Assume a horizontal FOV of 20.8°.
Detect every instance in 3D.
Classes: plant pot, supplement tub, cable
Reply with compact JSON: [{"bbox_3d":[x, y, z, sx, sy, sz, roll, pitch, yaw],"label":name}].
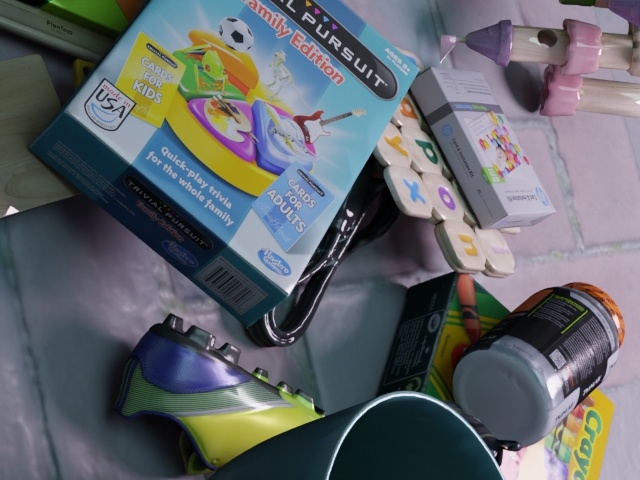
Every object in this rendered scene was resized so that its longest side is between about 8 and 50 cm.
[{"bbox_3d":[0.003,0.293,1.497,0.293,0.235,0.293,22,60,-46],"label":"plant pot"},{"bbox_3d":[0.227,0.120,1.769,0.190,0.117,0.117,-33,97,-46],"label":"supplement tub"},{"bbox_3d":[0.000,0.000,1.781,0.139,0.072,0.287,50,56,-41],"label":"cable"}]

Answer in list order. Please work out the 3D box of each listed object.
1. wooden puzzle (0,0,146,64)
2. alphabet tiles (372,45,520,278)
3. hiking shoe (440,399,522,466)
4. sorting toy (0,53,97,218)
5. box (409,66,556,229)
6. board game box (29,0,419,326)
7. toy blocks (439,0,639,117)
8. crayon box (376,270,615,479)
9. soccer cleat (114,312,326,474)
[{"bbox_3d":[-0.239,-0.285,1.651,0.221,0.044,0.239,19,61,-38],"label":"wooden puzzle"},{"bbox_3d":[0.120,-0.088,1.877,0.278,0.021,0.284,6,56,-58],"label":"alphabet tiles"},{"bbox_3d":[0.098,0.267,1.651,0.086,0.114,0.227,29,88,-49],"label":"hiking shoe"},{"bbox_3d":[-0.277,-0.087,1.530,0.274,0.046,0.132,-21,89,-46],"label":"sorting toy"},{"bbox_3d":[0.179,-0.102,1.927,0.145,0.038,0.186,-4,66,-61],"label":"box"},{"bbox_3d":[-0.077,-0.126,1.619,0.254,0.079,0.336,40,49,-12],"label":"board game box"},{"bbox_3d":[0.279,-0.329,2.024,0.260,0.309,0.288,7,70,-2],"label":"toy blocks"},{"bbox_3d":[0.203,0.204,1.855,0.318,0.081,0.202,40,49,-26],"label":"crayon box"},{"bbox_3d":[-0.072,0.176,1.613,0.289,0.093,0.121,36,82,-34],"label":"soccer cleat"}]
